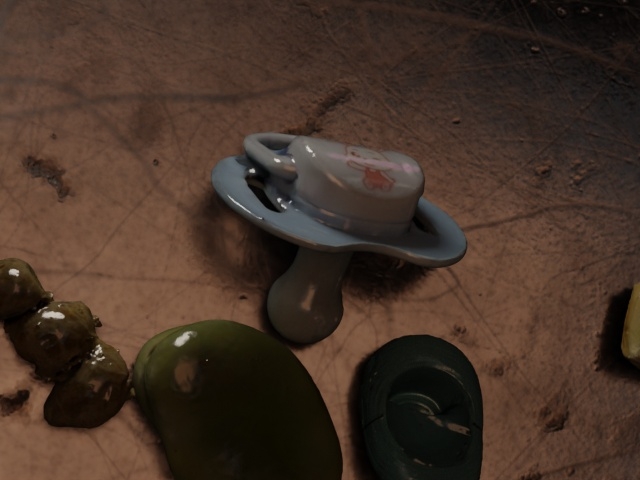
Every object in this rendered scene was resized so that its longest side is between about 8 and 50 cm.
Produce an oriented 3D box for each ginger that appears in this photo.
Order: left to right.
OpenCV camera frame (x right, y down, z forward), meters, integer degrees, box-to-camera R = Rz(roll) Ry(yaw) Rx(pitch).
[{"bbox_3d":[-0.277,0.102,1.855,0.104,0.080,0.204,-34,90,-10],"label":"ginger"}]

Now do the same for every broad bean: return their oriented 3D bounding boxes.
[{"bbox_3d":[-0.083,0.192,1.861,0.189,0.121,0.263,-41,108,-27],"label":"broad bean"}]

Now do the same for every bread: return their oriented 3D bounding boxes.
[{"bbox_3d":[0.389,0.103,1.969,0.125,0.082,0.106,21,88,-16],"label":"bread"}]

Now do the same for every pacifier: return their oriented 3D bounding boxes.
[{"bbox_3d":[0.000,0.000,1.885,0.287,0.238,0.226,9,111,-34],"label":"pacifier"}]

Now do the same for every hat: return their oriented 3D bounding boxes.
[{"bbox_3d":[0.105,0.198,1.909,0.138,0.078,0.191,8,61,-16],"label":"hat"}]
